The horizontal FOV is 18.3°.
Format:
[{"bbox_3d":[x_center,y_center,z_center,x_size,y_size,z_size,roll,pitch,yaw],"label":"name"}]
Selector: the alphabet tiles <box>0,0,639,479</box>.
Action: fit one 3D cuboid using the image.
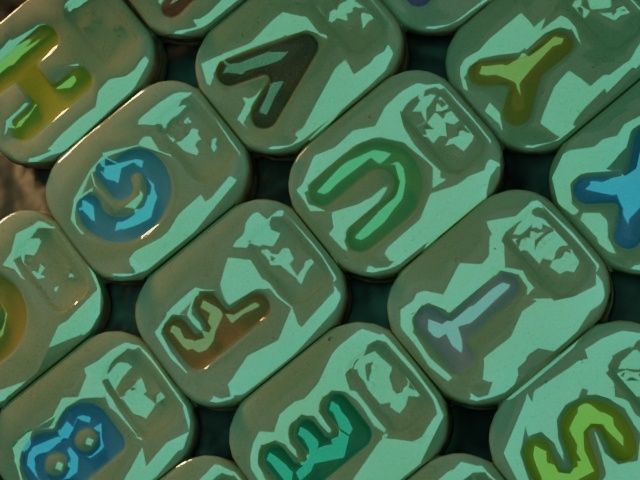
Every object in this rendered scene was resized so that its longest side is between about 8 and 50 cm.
[{"bbox_3d":[0.000,0.000,0.686,0.278,0.021,0.284,-39,73,2],"label":"alphabet tiles"}]
